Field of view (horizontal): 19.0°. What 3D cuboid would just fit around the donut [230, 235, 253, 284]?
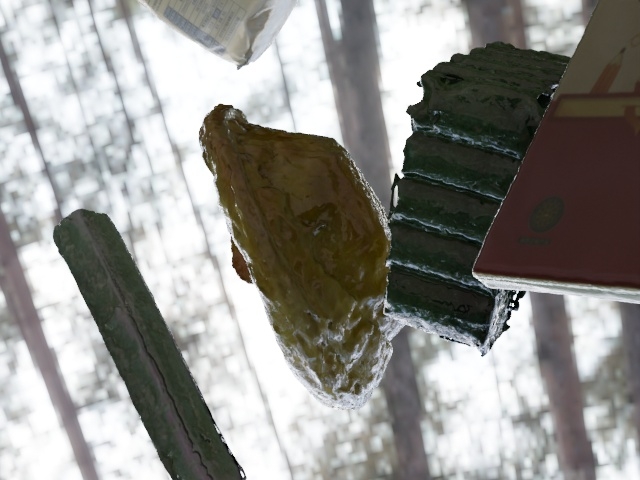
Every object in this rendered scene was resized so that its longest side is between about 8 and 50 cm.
[{"bbox_3d":[-0.040,-0.015,2.090,0.058,0.152,0.152,17,-157,-31],"label":"donut"}]

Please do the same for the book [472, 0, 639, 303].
[{"bbox_3d":[0.165,-0.076,0.770,0.162,0.022,0.232,5,-118,50],"label":"book"}]

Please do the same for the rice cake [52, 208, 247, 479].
[{"bbox_3d":[-0.098,0.064,1.074,0.033,0.033,0.208,8,-137,-47],"label":"rice cake"}]

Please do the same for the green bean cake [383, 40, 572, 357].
[{"bbox_3d":[0.123,-0.036,1.422,0.107,0.208,0.193,14,-162,15],"label":"green bean cake"}]

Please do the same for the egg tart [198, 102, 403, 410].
[{"bbox_3d":[0.000,0.000,1.696,0.128,0.319,0.319,-25,-144,4],"label":"egg tart"}]

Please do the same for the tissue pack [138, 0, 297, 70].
[{"bbox_3d":[-0.100,-0.296,1.936,0.186,0.222,0.090,38,-127,4],"label":"tissue pack"}]
